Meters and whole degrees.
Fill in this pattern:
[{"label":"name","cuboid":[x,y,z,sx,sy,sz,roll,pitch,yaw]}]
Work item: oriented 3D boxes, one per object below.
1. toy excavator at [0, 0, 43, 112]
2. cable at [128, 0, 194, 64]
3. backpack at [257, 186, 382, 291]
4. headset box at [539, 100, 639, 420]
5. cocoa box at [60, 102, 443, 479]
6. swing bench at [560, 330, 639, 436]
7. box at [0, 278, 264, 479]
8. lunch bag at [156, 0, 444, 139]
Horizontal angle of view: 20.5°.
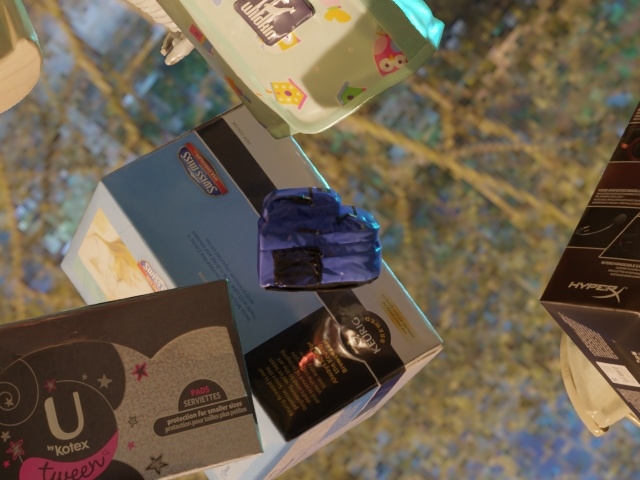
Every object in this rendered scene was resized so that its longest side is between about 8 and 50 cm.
[{"label":"toy excavator","cuboid":[-0.394,-0.311,1.582,0.445,0.433,0.222,-52,-132,35]},{"label":"cable","cuboid":[-0.110,-0.335,1.774,0.257,0.089,0.257,-44,-152,42]},{"label":"backpack","cuboid":[0.000,0.000,1.711,0.098,0.120,0.101,-100,-169,-74]},{"label":"headset box","cuboid":[0.341,-0.001,1.557,0.110,0.218,0.293,5,-123,45]},{"label":"cocoa box","cuboid":[-0.083,0.068,1.936,0.228,0.347,0.231,-30,168,-29]},{"label":"swing bench","cuboid":[0.438,0.146,2.063,0.253,0.255,0.165,131,-22,-60]},{"label":"box","cuboid":[-0.196,0.138,1.512,0.247,0.163,0.142,-11,177,-28]},{"label":"lunch bag","cuboid":[-0.030,-0.208,1.447,0.160,0.223,0.262,-43,-167,-12]}]
